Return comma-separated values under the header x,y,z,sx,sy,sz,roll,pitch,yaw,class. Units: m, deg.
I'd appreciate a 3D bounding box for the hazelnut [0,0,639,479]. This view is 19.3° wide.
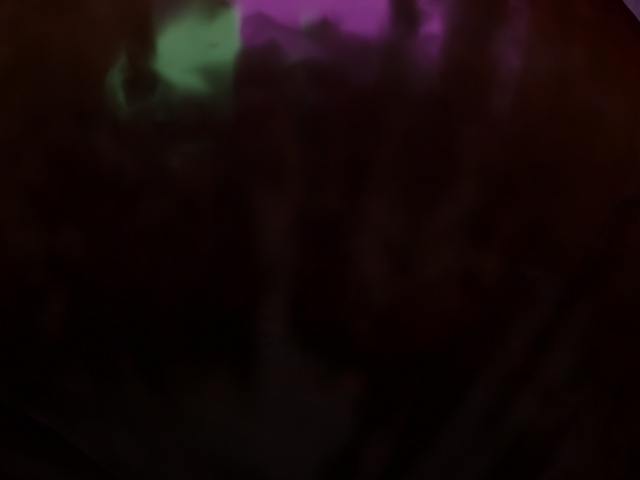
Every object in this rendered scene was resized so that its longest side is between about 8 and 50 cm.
x,y,z,sx,sy,sz,roll,pitch,yaw,class
0.000,0.000,0.938,0.429,0.402,0.402,29,6,-15,hazelnut
